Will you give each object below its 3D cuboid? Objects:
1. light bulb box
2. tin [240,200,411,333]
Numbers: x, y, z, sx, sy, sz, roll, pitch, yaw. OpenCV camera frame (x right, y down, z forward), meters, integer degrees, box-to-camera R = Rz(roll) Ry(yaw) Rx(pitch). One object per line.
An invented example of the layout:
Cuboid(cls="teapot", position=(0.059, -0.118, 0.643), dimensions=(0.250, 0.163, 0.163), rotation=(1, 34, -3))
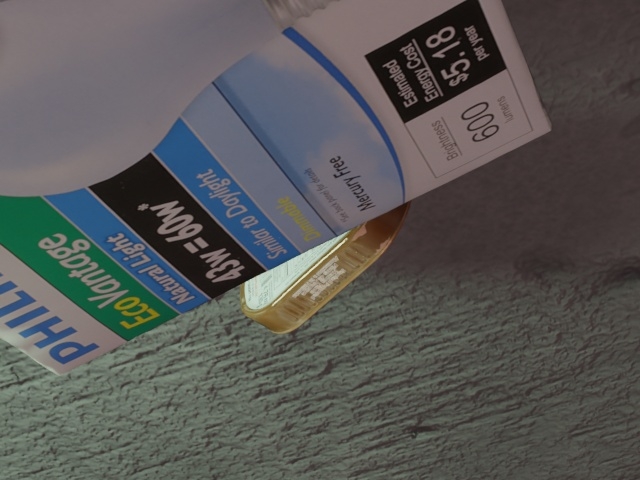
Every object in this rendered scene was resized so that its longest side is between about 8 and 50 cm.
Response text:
Cuboid(cls="light bulb box", position=(-0.110, -0.146, 0.685), dimensions=(0.361, 0.225, 0.358), rotation=(-27, 147, 9))
Cuboid(cls="tin", position=(0.000, 0.000, 1.005), dimensions=(0.040, 0.106, 0.190), rotation=(28, 125, -31))
